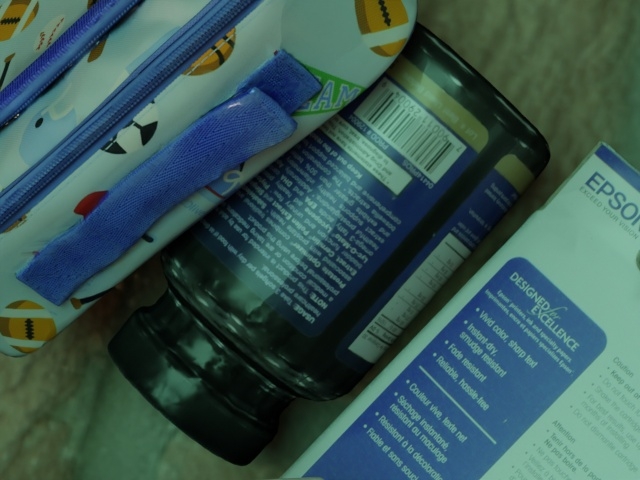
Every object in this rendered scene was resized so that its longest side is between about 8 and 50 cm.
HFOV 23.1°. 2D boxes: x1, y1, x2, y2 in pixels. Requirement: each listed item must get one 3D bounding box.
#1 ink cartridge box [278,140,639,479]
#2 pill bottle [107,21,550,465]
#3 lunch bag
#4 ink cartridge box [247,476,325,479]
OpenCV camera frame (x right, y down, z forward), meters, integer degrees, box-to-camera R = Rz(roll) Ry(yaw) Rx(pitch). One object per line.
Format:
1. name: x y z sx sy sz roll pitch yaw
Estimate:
1. ink cartridge box: 0.083 0.129 0.752 0.332 0.065 0.165 -46 67 5
2. pill bottle: 0.000 0.000 0.776 0.123 0.123 0.219 42 93 22
3. lunch bag: -0.094 -0.096 0.773 0.303 0.115 0.243 -39 35 20
4. ink cartridge box: -0.158 0.180 0.689 0.283 0.207 0.117 -17 75 41
